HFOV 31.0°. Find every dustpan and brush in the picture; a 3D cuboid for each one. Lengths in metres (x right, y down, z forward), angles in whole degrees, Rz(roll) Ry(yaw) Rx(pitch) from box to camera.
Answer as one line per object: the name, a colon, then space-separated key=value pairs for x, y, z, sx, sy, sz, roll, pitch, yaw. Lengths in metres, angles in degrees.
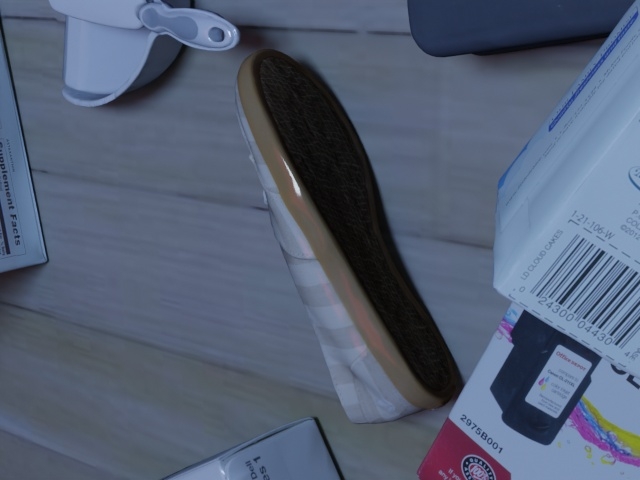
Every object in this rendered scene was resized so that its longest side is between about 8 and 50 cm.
dustpan and brush: x=-0.110 y=-0.142 z=0.702 sx=0.211 sy=0.060 sz=0.147 roll=19 pitch=112 yaw=35

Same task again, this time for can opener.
can opener: x=0.163 y=-0.097 z=0.476 sx=0.280 sy=0.074 sz=0.093 roll=4 pitch=99 yaw=39

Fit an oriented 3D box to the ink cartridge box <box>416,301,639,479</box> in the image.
ink cartridge box: x=0.141 y=0.076 z=0.538 sx=0.127 sy=0.072 sz=0.175 roll=39 pitch=122 yaw=26

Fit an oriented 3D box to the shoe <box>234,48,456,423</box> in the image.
shoe: x=0.000 y=0.000 z=0.634 sx=0.058 sy=0.076 sz=0.219 roll=-29 pitch=84 yaw=35

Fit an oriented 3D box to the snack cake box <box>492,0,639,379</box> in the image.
snack cake box: x=0.206 y=0.010 z=0.372 sx=0.264 sy=0.089 sz=0.152 roll=32 pitch=117 yaw=-6

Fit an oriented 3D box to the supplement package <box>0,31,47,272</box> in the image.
supplement package: x=-0.372 y=-0.047 z=0.808 sx=0.199 sy=0.262 sz=0.198 roll=-6 pitch=97 yaw=41

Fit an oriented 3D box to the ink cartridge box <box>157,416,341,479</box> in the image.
ink cartridge box: x=-0.069 y=0.224 z=0.733 sx=0.219 sy=0.092 sz=0.160 roll=-29 pitch=82 yaw=40
